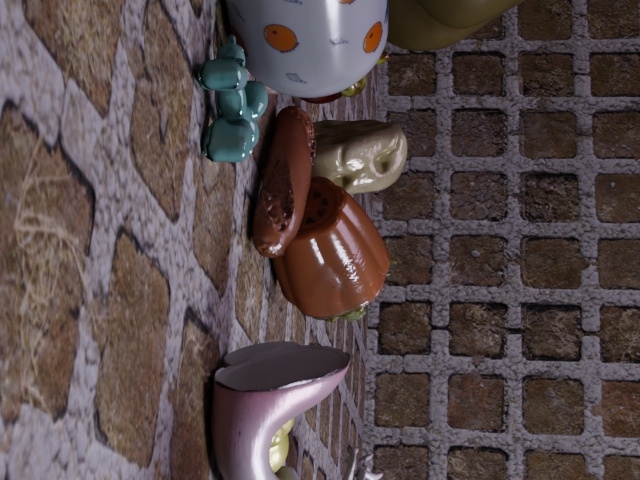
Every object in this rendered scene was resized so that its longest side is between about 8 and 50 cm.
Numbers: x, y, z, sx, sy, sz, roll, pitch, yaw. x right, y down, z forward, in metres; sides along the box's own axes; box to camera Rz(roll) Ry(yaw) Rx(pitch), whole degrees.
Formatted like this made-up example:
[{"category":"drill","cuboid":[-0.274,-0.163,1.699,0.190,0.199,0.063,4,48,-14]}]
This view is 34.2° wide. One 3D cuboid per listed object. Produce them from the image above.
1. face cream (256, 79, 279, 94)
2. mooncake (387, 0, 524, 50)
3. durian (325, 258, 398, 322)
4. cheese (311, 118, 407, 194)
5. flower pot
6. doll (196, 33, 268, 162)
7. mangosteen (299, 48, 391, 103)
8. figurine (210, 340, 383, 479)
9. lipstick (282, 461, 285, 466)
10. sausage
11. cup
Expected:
[{"category":"face cream","cuboid":[-0.038,-0.291,1.542,0.149,0.104,0.149,0,90,-83]},{"category":"mooncake","cuboid":[0.128,-0.483,1.414,0.467,0.262,0.467,46,-18,20]},{"category":"durian","cuboid":[0.069,0.089,2.189,0.306,0.166,0.172,29,65,-81]},{"category":"cheese","cuboid":[0.048,-0.149,1.856,0.235,0.218,0.117,-37,125,-53]},{"category":"flower pot","cuboid":[0.000,0.000,1.646,0.173,0.190,0.190,65,24,-45]},{"category":"doll","cuboid":[-0.101,-0.160,1.236,0.158,0.059,0.159,-77,165,-57]},{"category":"mangosteen","cuboid":[0.022,-0.289,1.723,0.156,0.181,0.146,-54,163,-46]},{"category":"figurine","cuboid":[-0.027,0.288,1.364,0.284,0.206,0.316,-39,135,-67]},{"category":"lipstick","cuboid":[-0.070,0.284,1.607,0.038,0.038,0.131,68,24,-72]},{"category":"sausage","cuboid":[-0.051,-0.101,1.572,0.326,0.079,0.087,-81,-165,-49]},{"category":"cup","cuboid":[-0.023,-0.338,1.262,0.317,0.212,0.212,85,9,-51]}]
